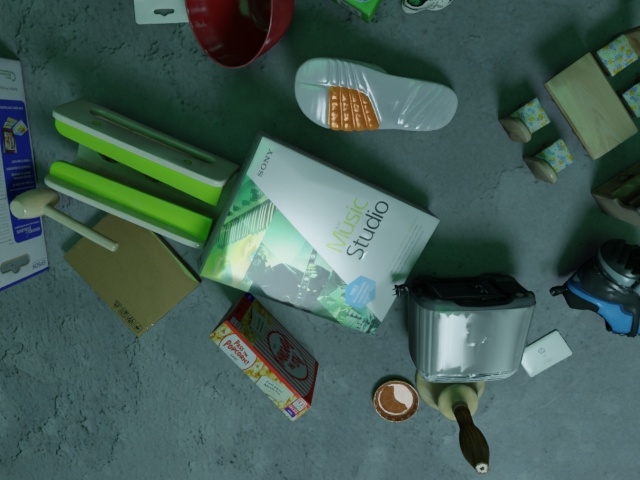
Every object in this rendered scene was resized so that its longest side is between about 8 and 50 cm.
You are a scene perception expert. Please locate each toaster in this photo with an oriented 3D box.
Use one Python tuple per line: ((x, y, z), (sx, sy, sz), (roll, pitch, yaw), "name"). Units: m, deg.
((0.229, 0.141, 0.815), (0.226, 0.129, 0.147), (-2, 105, -6), "toaster")

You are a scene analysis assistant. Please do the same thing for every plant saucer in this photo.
((0.139, 0.293, 0.921), (0.083, 0.013, 0.084), (1, 103, 4), "plant saucer")

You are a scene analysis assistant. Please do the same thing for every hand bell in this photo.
((0.225, 0.281, 0.794), (0.126, 0.242, 0.126), (1, 103, 5), "hand bell")

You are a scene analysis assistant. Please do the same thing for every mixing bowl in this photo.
((-0.105, -0.354, 0.736), (0.181, 0.098, 0.182), (20, 124, 33), "mixing bowl")

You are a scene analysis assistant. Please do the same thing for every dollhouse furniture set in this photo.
((0.426, -0.150, 0.722), (0.212, 0.161, 0.242), (-35, 98, 11), "dollhouse furniture set")

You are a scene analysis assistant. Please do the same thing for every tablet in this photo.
((0.393, 0.200, 0.883), (0.083, 0.006, 0.054), (-35, 97, 11), "tablet")

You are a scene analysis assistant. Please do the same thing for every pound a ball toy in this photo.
((-0.312, -0.089, 0.820), (0.318, 0.136, 0.208), (23, 117, -1), "pound a ball toy")

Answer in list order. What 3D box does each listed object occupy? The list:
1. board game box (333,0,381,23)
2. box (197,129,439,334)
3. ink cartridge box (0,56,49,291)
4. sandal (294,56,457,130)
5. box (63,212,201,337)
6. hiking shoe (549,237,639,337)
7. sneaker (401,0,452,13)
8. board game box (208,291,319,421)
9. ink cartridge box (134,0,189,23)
((0.052, -0.525, 0.718), (0.242, 0.064, 0.317), (31, 103, -3), "board game box")
((0.000, 0.000, 0.794), (0.321, 0.058, 0.233), (22, 104, -19), "box")
((-0.536, -0.107, 0.804), (0.069, 0.176, 0.371), (-2, 103, 5), "ink cartridge box")
((0.082, -0.224, 0.786), (0.265, 0.076, 0.102), (5, 119, -17), "sandal")
((-0.337, 0.052, 0.902), (0.164, 0.021, 0.201), (-40, 96, 11), "box")
((0.535, 0.110, 0.818), (0.304, 0.113, 0.132), (31, 134, -9), "hiking shoe")
((0.166, -0.366, 0.759), (0.083, 0.037, 0.032), (-15, 99, 6), "sneaker")
((-0.088, 0.189, 0.849), (0.045, 0.147, 0.193), (-41, 97, 12), "board game box")
((-0.256, -0.434, 0.766), (0.104, 0.060, 0.180), (-1, 103, 4), "ink cartridge box")
